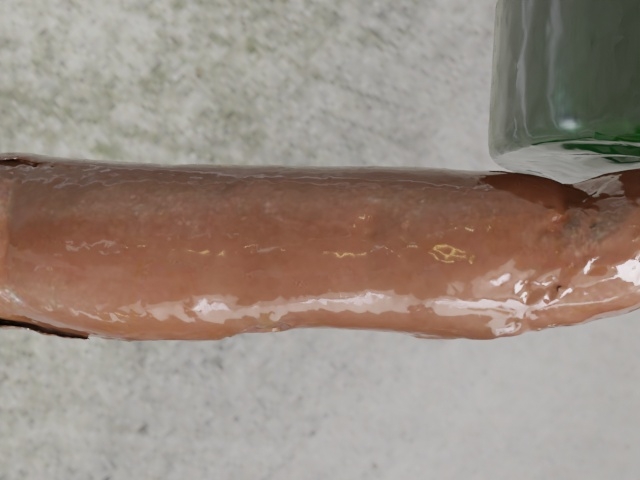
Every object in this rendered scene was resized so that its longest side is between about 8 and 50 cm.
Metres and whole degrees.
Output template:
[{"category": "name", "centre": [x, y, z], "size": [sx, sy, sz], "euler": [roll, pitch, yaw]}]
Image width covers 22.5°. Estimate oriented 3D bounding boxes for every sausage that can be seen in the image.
[{"category": "sausage", "centre": [0.000, 0.000, 0.323], "size": [0.158, 0.042, 0.036], "euler": [-2, 173, 9]}]

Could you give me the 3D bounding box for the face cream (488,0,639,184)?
[{"category": "face cream", "centre": [0.160, -0.191, 0.462], "size": [0.312, 0.220, 0.356], "euler": [14, 80, -78]}]
